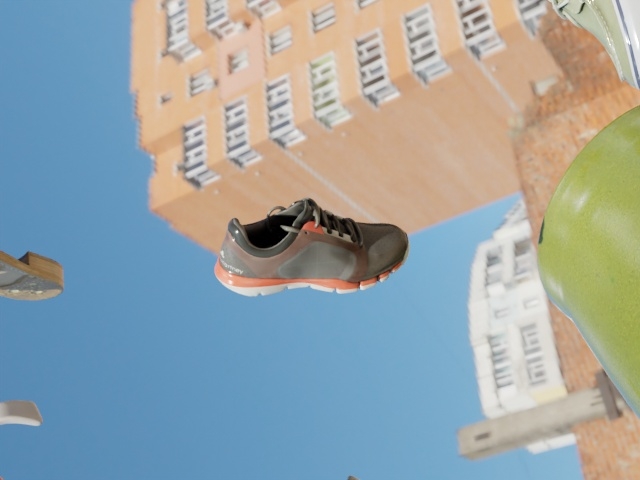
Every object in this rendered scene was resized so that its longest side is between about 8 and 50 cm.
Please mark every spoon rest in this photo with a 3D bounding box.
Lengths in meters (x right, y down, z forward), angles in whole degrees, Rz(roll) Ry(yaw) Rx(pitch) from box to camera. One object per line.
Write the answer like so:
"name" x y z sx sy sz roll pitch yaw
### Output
"spoon rest" -0.466 0.333 1.263 0.084 0.276 0.137 25 -175 -34

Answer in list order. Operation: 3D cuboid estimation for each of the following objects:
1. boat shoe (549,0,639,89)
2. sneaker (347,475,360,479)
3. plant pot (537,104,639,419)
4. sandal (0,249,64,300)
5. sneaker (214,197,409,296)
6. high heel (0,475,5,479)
"boat shoe" 0.288 -0.287 1.042 0.109 0.094 0.302 29 -139 -64
"sneaker" -0.018 0.419 1.265 0.262 0.099 0.121 -37 -94 -26
"plant pot" 0.375 0.049 0.789 0.366 0.366 0.353 44 -179 -41
"sandal" -0.317 0.043 0.835 0.240 0.088 0.079 21 -127 -55
"sneaker" 0.000 0.000 0.723 0.061 0.158 0.064 -127 36 -47
"high heel" -0.403 0.338 1.013 0.082 0.117 0.244 10 -81 -50
